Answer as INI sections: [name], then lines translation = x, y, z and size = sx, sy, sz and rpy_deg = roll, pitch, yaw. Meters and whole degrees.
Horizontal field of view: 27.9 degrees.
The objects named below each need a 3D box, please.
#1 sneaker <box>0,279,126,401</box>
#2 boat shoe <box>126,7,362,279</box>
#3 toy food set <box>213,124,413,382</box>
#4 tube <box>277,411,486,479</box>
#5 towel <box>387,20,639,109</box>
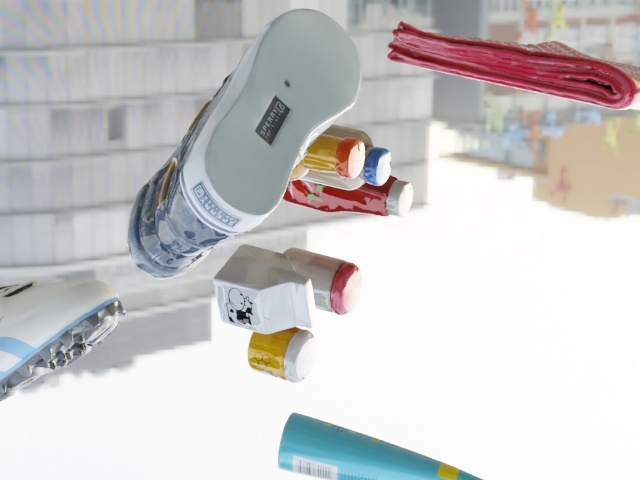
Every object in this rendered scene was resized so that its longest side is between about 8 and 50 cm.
[sneaker]
translation = -0.206, 0.053, 0.762
size = 0.237, 0.086, 0.085
rpy_deg = -17, -172, 42
[boat shoe]
translation = -0.043, -0.056, 0.692
size = 0.083, 0.065, 0.183
rpy_deg = -34, -163, 40
[toy food set]
translation = 0.000, 0.000, 0.853
size = 0.104, 0.232, 0.111
rpy_deg = 14, -138, 25
[tube]
translation = 0.067, 0.200, 1.119
size = 0.207, 0.052, 0.080
rpy_deg = 14, 170, 11
[towel]
translation = 0.201, -0.129, 0.976
size = 0.199, 0.031, 0.275
rpy_deg = 19, -165, 34
